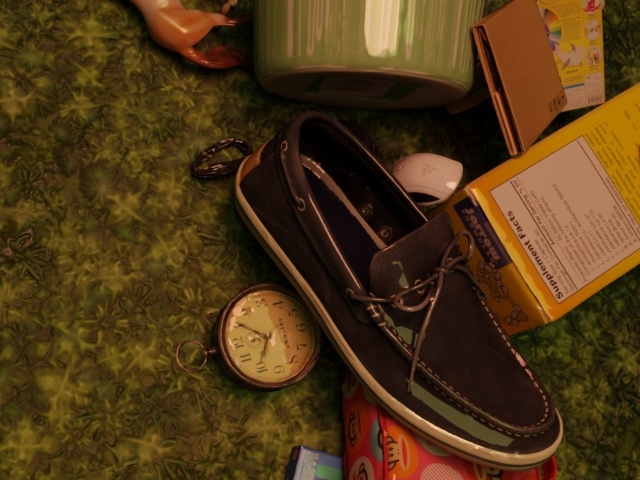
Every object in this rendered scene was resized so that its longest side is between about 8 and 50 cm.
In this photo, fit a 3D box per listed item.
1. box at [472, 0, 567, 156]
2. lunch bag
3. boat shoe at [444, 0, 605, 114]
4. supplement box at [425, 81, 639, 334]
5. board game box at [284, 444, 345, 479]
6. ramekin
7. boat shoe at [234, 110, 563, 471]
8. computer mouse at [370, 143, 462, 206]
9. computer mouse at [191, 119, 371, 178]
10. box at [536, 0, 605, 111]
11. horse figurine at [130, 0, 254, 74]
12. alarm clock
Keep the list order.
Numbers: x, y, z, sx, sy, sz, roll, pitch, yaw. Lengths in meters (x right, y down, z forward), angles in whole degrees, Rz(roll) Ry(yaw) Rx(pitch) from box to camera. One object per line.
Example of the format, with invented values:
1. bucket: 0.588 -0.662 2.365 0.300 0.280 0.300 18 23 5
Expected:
1. box: 0.252 -0.215 1.280 0.201 0.021 0.164 -42 116 -52
2. lunch bag: 0.161 0.250 1.230 0.258 0.120 0.293 11 53 -18
3. boat shoe: 0.278 -0.272 1.456 0.302 0.109 0.094 -26 108 -16
4. supplement box: 0.331 -0.042 1.352 0.356 0.195 0.194 -30 87 -22
5. board game box: 0.048 0.355 1.245 0.210 0.047 0.160 20 71 -11
6. ramekin: 0.056 -0.256 1.269 0.303 0.303 0.148 4 88 -16
7. boat shoe: 0.096 0.051 1.175 0.187 0.156 0.500 -28 71 -43
8. computer mouse: 0.101 -0.082 1.297 0.042 0.193 0.106 39 67 -30
9. computer mouse: -0.050 -0.109 1.338 0.242 0.041 0.071 -10 56 -12
10. box: 0.331 -0.268 1.398 0.105 0.043 0.179 -13 111 -18
11. horse figurine: -0.189 -0.314 1.329 0.174 0.066 0.263 -36 86 -29
12. alarm clock: -0.085 0.123 1.253 0.192 0.064 0.129 -10 80 -22
